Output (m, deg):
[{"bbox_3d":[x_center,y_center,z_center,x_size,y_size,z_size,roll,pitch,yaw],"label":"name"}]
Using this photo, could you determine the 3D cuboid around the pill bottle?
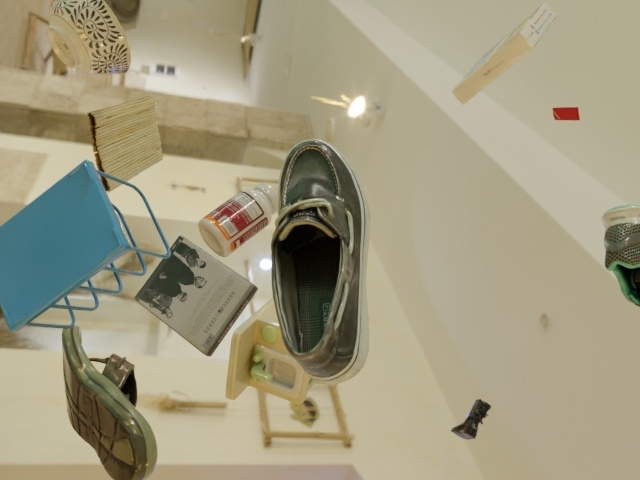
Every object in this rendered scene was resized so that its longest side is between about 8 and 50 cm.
[{"bbox_3d":[-0.149,-0.043,1.166,0.086,0.152,0.086,37,-30,26],"label":"pill bottle"}]

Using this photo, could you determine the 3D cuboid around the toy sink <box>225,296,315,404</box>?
[{"bbox_3d":[-0.061,0.208,1.175,0.234,0.131,0.152,-37,139,-61],"label":"toy sink"}]

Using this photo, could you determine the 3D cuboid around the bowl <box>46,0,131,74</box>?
[{"bbox_3d":[-0.415,-0.350,1.057,0.080,0.170,0.170,-43,172,-30],"label":"bowl"}]

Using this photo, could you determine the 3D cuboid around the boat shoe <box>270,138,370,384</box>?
[{"bbox_3d":[0.000,0.000,0.745,0.119,0.121,0.335,55,24,-59],"label":"boat shoe"}]

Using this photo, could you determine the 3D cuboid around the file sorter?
[{"bbox_3d":[-0.280,0.013,0.715,0.118,0.170,0.104,60,13,19],"label":"file sorter"}]

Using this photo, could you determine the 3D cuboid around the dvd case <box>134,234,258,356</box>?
[{"bbox_3d":[-0.276,0.117,1.346,0.179,0.239,0.029,-55,154,-8],"label":"dvd case"}]

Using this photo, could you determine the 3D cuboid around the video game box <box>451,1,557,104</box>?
[{"bbox_3d":[0.398,-0.406,1.335,0.205,0.048,0.187,-37,-168,50],"label":"video game box"}]

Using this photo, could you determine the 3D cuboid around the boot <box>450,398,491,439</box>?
[{"bbox_3d":[0.393,0.465,1.599,0.099,0.045,0.121,-58,-179,-20],"label":"boot"}]

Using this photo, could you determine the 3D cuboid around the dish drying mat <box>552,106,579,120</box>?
[{"bbox_3d":[0.579,-0.299,1.446,0.083,0.008,0.032,-147,-139,-69],"label":"dish drying mat"}]

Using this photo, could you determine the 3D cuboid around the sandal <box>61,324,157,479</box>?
[{"bbox_3d":[-0.278,0.212,0.819,0.303,0.086,0.120,30,-59,44],"label":"sandal"}]

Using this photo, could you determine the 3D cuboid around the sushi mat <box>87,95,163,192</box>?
[{"bbox_3d":[-0.396,-0.210,1.275,0.316,0.019,0.151,-75,161,-70],"label":"sushi mat"}]

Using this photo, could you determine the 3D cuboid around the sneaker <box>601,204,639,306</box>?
[{"bbox_3d":[0.329,0.042,0.613,0.065,0.166,0.076,-22,-146,51],"label":"sneaker"}]
